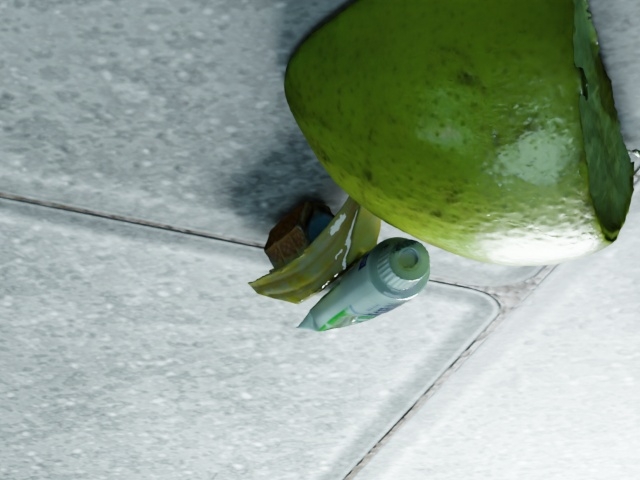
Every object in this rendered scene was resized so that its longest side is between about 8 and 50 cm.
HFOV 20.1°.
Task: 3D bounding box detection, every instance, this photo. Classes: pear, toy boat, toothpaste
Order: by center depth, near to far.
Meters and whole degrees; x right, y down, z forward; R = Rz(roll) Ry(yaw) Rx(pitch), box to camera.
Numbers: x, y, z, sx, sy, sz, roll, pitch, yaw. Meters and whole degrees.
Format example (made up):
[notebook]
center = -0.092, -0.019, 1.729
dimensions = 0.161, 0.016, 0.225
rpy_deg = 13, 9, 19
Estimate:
[pear]
center = 0.084, -0.066, 1.252
dimensions = 0.239, 0.139, 0.288
rpy_deg = 4, 153, 20
[toy boat]
center = 0.000, 0.000, 1.435
dimensions = 0.065, 0.066, 0.172
rpy_deg = -30, 174, -43
[toothpaste]
center = 0.039, 0.042, 1.444
dimensions = 0.075, 0.048, 0.297
rpy_deg = -14, 172, -12
